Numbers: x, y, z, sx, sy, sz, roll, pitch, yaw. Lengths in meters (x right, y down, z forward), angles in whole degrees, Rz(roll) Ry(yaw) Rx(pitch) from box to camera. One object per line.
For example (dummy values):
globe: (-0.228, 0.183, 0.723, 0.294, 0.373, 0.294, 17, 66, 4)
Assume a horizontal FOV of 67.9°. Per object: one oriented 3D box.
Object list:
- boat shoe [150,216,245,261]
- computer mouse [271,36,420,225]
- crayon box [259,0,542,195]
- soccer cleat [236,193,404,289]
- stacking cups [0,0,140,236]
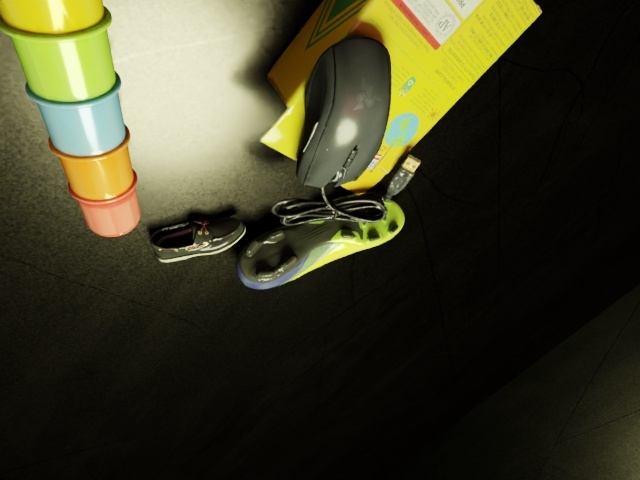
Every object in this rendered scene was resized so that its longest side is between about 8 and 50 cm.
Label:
boat shoe: (-0.173, -0.006, 0.676, 0.133, 0.048, 0.042, -16, 147, -9)
computer mouse: (0.057, -0.102, 0.571, 0.184, 0.060, 0.261, -2, 137, -25)
crayon box: (0.082, -0.217, 0.575, 0.318, 0.081, 0.202, -46, 138, 19)
soccer cleat: (-0.001, -0.001, 0.778, 0.290, 0.093, 0.121, -21, 171, -16)
stacking cups: (-0.243, -0.134, 0.479, 0.096, 0.096, 0.316, -12, 143, -20)
